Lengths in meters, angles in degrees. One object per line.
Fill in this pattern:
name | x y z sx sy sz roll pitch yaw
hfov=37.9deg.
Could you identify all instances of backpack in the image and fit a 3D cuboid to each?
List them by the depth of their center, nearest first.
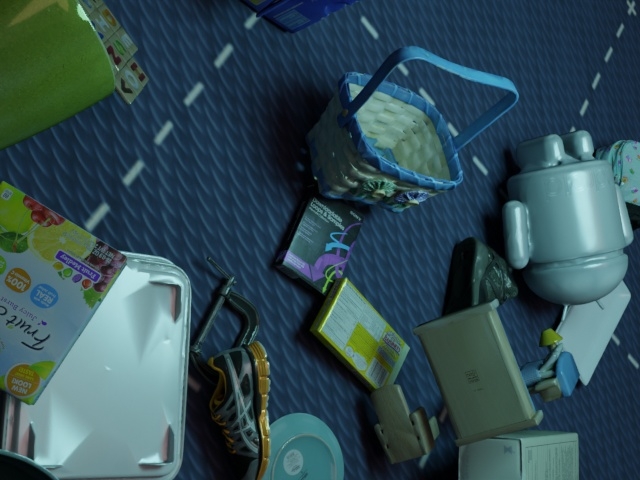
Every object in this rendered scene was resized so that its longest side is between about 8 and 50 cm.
backpack | 0.650 -0.123 2.005 0.152 0.115 0.181 18 70 -34

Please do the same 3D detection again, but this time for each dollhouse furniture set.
dollhouse furniture set | 0.256 0.208 1.585 0.303 0.287 0.198 -15 84 -65

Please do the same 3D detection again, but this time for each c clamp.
c clamp | -0.149 0.126 1.367 0.137 0.022 0.160 38 61 -37

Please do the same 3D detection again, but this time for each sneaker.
sneaker | -0.118 0.252 1.337 0.083 0.084 0.214 -3 94 -20
sneaker | 0.295 0.119 1.693 0.130 0.087 0.227 26 63 -28

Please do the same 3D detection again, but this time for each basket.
basket | 0.137 -0.175 1.462 0.255 0.289 0.201 10 47 -35

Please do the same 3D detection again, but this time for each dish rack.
dish rack | -0.287 0.170 1.214 0.286 0.072 0.332 9 77 -38

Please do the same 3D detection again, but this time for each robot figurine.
robot figurine | 0.473 -0.028 1.788 0.300 0.200 0.353 -11 91 -22

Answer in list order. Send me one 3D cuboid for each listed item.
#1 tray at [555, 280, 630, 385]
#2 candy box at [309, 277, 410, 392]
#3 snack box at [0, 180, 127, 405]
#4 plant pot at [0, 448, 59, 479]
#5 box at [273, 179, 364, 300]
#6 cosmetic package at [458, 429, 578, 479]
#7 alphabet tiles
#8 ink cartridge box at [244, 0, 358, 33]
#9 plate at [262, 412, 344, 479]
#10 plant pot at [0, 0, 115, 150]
tray | 0.562 0.158 1.947 0.145 0.030 0.270 52 55 -21
candy box | 0.068 0.162 1.519 0.206 0.027 0.105 48 55 -34
snack box | -0.357 0.064 1.103 0.175 0.070 0.207 31 77 -5
plant pot | -0.417 0.364 0.993 0.293 0.196 0.292 7 79 -38
box | 0.000 0.000 1.502 0.116 0.029 0.162 37 61 -30
cosmetic package | 0.352 0.414 1.623 0.309 0.113 0.160 17 73 -56
alphabet tiles | -0.310 -0.291 1.220 0.237 0.009 0.198 54 16 -20
ink cartridge box | 0.017 -0.496 1.428 0.151 0.270 0.395 28 66 -32
plate | -0.030 0.360 1.429 0.188 0.024 0.188 6 81 -39
plant pot | -0.433 -0.188 1.043 0.293 0.275 0.274 -43 112 -19
